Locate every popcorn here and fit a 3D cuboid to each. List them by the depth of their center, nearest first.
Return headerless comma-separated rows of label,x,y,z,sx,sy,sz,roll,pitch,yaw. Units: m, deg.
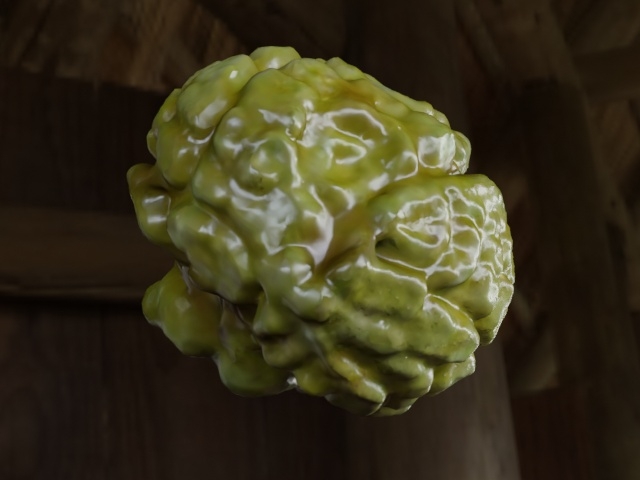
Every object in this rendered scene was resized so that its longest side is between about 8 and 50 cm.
popcorn,0.000,0.000,1.048,0.257,0.224,0.270,10,-43,39
